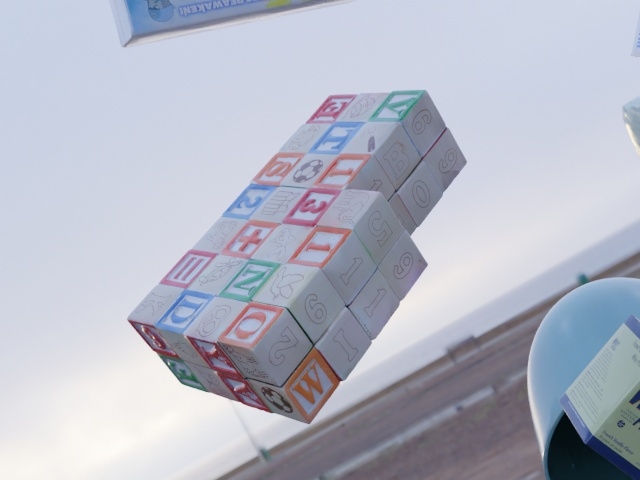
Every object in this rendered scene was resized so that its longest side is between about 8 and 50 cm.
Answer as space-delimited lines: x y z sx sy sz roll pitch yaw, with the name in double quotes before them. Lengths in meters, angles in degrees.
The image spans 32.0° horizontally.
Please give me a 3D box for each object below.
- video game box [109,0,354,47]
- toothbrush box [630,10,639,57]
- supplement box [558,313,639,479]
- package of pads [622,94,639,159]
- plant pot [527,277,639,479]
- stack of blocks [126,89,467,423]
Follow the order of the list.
"video game box" -0.076 -0.257 0.848 0.205 0.187 0.048 -16 -1 -23
"toothbrush box" 0.534 -0.314 1.395 0.126 0.216 0.295 3 13 -18
"supplement box" 0.219 0.108 0.769 0.083 0.056 0.083 -52 8 9
"package of pads" 0.415 -0.040 0.958 0.229 0.296 0.101 -31 19 -14
"plant pot" 0.401 0.186 1.450 0.293 0.293 0.235 -30 30 11
"stack of blocks" 0.000 0.000 0.943 0.171 0.087 0.297 6 49 48
